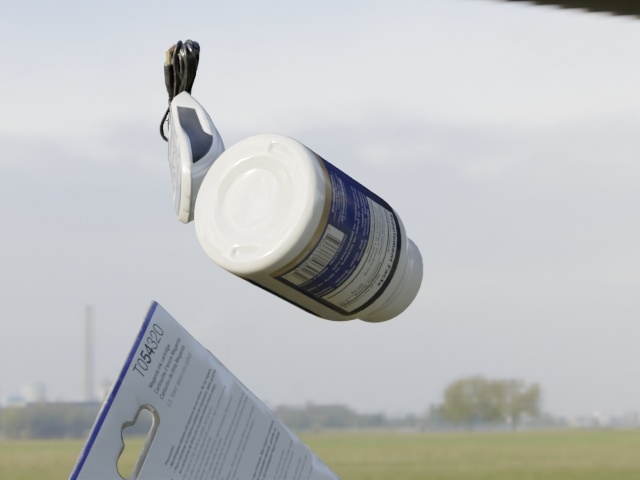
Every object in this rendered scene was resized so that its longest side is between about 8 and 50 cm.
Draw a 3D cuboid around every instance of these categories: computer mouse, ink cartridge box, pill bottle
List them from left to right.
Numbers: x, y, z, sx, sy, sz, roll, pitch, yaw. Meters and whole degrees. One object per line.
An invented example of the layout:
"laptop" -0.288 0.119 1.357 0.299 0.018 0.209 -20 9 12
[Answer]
"computer mouse" -0.101 -0.079 1.248 0.042 0.106 0.193 1 36 -12
"ink cartridge box" -0.096 0.266 1.355 0.071 0.324 0.330 -35 -70 30
"pill bottle" 0.000 0.000 1.025 0.094 0.094 0.169 -5 -20 31
